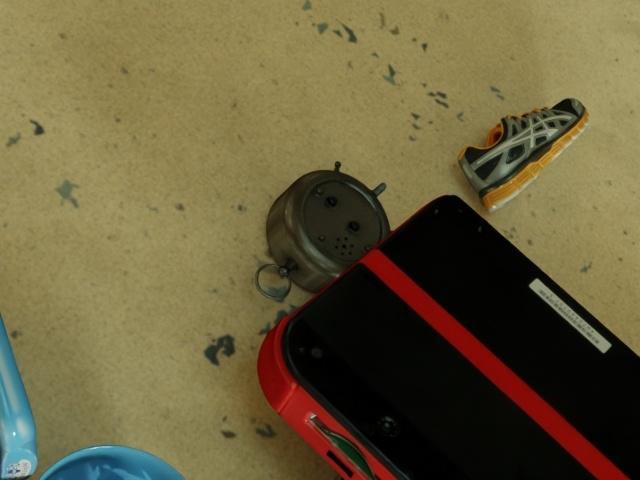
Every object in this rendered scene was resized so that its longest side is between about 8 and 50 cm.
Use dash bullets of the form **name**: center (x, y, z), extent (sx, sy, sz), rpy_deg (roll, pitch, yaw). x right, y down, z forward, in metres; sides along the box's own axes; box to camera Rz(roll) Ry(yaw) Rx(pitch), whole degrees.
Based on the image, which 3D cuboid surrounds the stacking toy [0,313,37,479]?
- **stacking toy**: center (-0.385, 0.145, 0.913), extent (0.302, 0.175, 0.165), rpy_deg (-15, 72, -22)

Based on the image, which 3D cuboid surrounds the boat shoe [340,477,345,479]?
- **boat shoe**: center (0.138, 0.341, 1.127), extent (0.340, 0.127, 0.158), rpy_deg (40, 57, 4)

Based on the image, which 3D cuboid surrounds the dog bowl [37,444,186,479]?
- **dog bowl**: center (-0.196, 0.319, 0.968), extent (0.166, 0.074, 0.297), rpy_deg (23, 57, -19)

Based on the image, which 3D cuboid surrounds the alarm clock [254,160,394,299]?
- **alarm clock**: center (0.000, 0.000, 1.244), extent (0.129, 0.064, 0.192), rpy_deg (48, 56, -1)

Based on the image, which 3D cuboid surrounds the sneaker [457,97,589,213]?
- **sneaker**: center (0.249, -0.122, 1.432), extent (0.083, 0.084, 0.215), rpy_deg (47, 54, 4)

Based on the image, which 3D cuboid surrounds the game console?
- **game console**: center (0.164, 0.155, 1.151), extent (0.386, 0.060, 0.342), rpy_deg (43, 48, 12)
